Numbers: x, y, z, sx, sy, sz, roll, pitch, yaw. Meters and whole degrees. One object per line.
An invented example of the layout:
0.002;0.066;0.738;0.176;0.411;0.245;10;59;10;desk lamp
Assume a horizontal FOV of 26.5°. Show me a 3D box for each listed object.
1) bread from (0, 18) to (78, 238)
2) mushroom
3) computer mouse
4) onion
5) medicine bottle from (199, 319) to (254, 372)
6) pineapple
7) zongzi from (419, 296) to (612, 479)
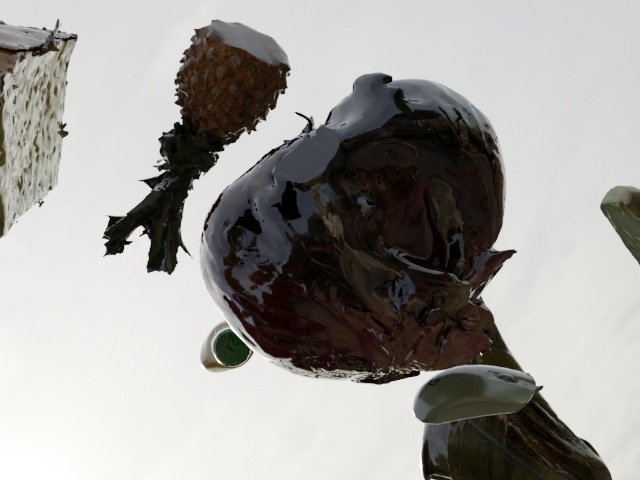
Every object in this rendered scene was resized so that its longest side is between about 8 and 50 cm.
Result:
-0.338;-0.136;1.558;0.279;0.315;0.248;-3;-68;-44;bread
0.475;0.036;1.729;0.333;0.087;0.107;27;-102;-30;mushroom
0.128;0.121;1.122;0.056;0.110;0.032;-73;-30;-61;computer mouse
0.041;-0.011;1.107;0.281;0.281;0.221;-47;-51;-21;onion
-0.117;0.135;1.762;0.095;0.064;0.260;-38;0;-5;medicine bottle
-0.132;-0.091;1.427;0.119;0.130;0.277;12;-59;-35;pineapple
0.285;0.225;1.909;0.138;0.286;0.300;-1;-77;-58;zongzi
